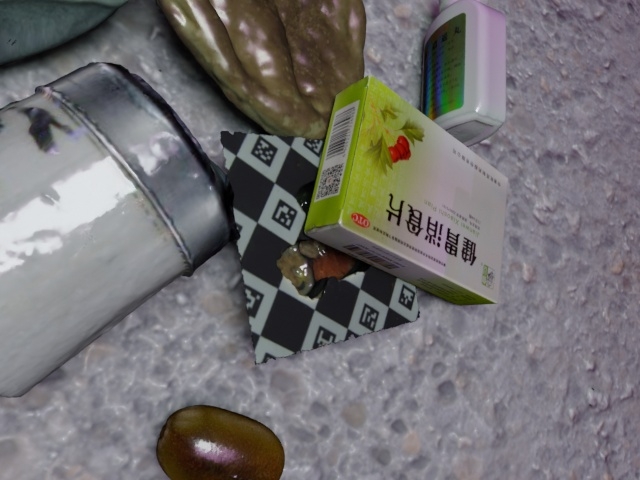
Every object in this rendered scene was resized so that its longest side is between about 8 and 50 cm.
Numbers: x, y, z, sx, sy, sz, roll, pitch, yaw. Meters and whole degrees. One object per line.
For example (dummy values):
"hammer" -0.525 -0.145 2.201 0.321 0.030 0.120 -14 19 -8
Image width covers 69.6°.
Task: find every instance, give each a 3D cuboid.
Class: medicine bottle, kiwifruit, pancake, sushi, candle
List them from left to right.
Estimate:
"candle" -0.233 0.015 0.338 0.330 0.187 0.187 -40 98 -23
"kiwifruit" -0.090 0.200 0.431 0.125 0.075 0.075 32 70 -21
"pancake" -0.047 -0.255 0.504 0.295 0.050 0.294 10 75 -39
"sushi" 0.000 0.000 0.507 0.232 0.047 0.219 -5 83 -38
"medicine bottle" 0.184 -0.234 0.601 0.078 0.115 0.218 10 77 -21

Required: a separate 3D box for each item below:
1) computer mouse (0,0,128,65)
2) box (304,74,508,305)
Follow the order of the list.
"computer mouse" -0.340 -0.232 0.365 0.374 0.114 0.203 -12 89 -26
"box" 0.116 -0.044 0.535 0.261 0.062 0.175 25 67 -32
